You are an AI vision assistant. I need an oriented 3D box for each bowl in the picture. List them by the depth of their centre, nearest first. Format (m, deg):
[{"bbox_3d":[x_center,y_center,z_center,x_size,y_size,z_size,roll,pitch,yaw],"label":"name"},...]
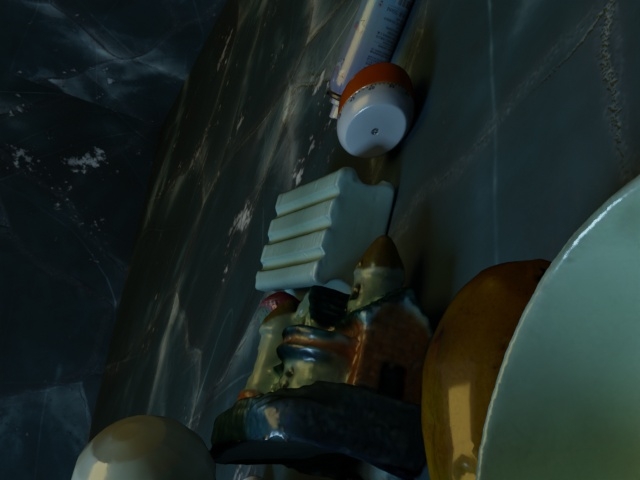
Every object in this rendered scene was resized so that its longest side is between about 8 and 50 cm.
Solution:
[{"bbox_3d":[0.213,0.119,0.477,0.307,0.163,0.307,-162,90,-72],"label":"bowl"}]

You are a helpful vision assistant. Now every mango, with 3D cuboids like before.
[{"bbox_3d":[0.142,0.127,0.695,0.156,0.151,0.249,-43,32,53],"label":"mango"}]

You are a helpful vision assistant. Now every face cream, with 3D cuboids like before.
[{"bbox_3d":[0.071,-0.287,1.438,0.075,0.075,0.229,-129,59,-69],"label":"face cream"}]

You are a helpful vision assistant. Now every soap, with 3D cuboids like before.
[{"bbox_3d":[0.000,0.000,1.344,0.265,0.087,0.160,-14,59,69],"label":"soap"}]

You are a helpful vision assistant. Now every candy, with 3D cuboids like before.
[{"bbox_3d":[-0.046,0.122,1.356,0.043,0.103,0.103,-31,-1,-27],"label":"candy"}]

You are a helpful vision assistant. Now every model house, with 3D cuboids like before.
[{"bbox_3d":[0.016,0.120,1.060,0.253,0.184,0.291,138,151,-65],"label":"model house"}]

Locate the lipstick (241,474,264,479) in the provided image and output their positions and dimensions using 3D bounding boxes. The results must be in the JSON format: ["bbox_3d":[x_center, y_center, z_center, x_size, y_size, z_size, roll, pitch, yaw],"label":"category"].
[{"bbox_3d":[-0.088,0.385,1.305,0.141,0.040,0.040,-105,38,-58],"label":"lipstick"}]

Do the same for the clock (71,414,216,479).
[{"bbox_3d":[-0.154,0.368,1.005,0.342,0.184,0.326,64,162,16],"label":"clock"}]

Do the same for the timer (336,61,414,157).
[{"bbox_3d":[0.072,-0.186,1.293,0.136,0.099,0.136,-38,40,40],"label":"timer"}]
